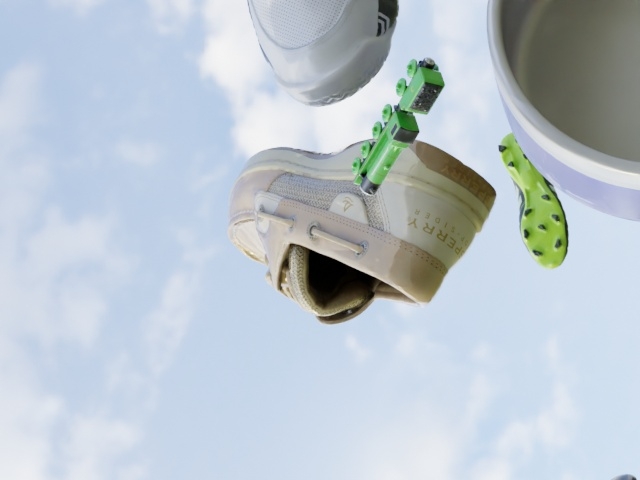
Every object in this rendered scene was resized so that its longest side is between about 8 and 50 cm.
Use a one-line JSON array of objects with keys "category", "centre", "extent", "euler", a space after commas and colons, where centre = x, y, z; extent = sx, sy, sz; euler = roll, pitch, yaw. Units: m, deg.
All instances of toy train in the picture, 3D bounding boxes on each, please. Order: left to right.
[{"category": "toy train", "centre": [0.038, -0.054, 0.669], "extent": [0.017, 0.023, 0.083], "euler": [9, -47, -23]}]

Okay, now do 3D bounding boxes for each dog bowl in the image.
[{"category": "dog bowl", "centre": [0.261, -0.150, 1.017], "extent": [0.104, 0.265, 0.264], "euler": [59, -132, -66]}]

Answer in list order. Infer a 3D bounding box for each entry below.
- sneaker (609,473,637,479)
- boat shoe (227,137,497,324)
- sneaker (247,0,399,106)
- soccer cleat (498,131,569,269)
[{"category": "sneaker", "centre": [0.376, 0.321, 1.384], "extent": [0.124, 0.283, 0.107], "euler": [-42, -53, -17]}, {"category": "boat shoe", "centre": [0.000, 0.000, 1.029], "extent": [0.122, 0.341, 0.110], "euler": [30, -105, -18]}, {"category": "sneaker", "centre": [-0.054, -0.291, 1.108], "extent": [0.210, 0.137, 0.365], "euler": [32, -138, -50]}, {"category": "soccer cleat", "centre": [0.263, -0.048, 1.621], "extent": [0.072, 0.060, 0.178], "euler": [17, -126, -57]}]
